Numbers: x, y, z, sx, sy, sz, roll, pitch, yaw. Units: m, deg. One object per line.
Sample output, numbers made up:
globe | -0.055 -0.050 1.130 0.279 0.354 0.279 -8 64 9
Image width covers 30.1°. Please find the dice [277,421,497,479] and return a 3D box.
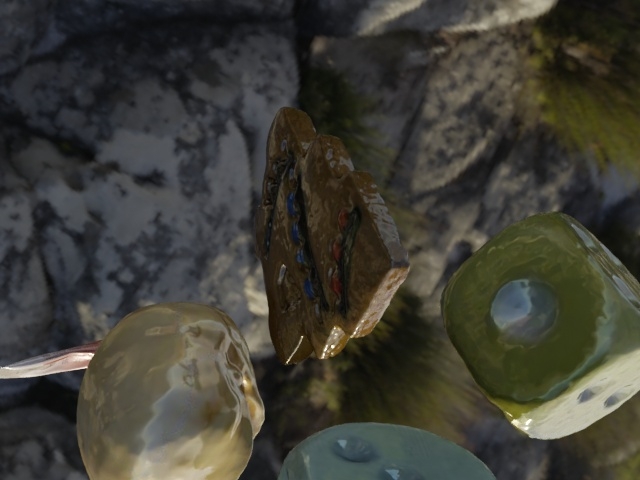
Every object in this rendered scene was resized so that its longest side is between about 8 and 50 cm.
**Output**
dice | 0.077 0.405 1.493 0.262 0.268 0.265 8 115 -12

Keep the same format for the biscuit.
biscuit | -0.001 0.000 1.207 0.043 0.301 0.278 -4 94 -26

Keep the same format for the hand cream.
hand cream | -0.369 0.172 1.729 0.216 0.038 0.052 -11 134 -27

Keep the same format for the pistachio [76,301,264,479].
pistachio | -0.194 0.224 1.543 0.229 0.238 0.321 -57 166 -62

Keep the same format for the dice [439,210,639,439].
dice | 0.324 0.116 1.636 0.227 0.238 0.233 -42 151 17
